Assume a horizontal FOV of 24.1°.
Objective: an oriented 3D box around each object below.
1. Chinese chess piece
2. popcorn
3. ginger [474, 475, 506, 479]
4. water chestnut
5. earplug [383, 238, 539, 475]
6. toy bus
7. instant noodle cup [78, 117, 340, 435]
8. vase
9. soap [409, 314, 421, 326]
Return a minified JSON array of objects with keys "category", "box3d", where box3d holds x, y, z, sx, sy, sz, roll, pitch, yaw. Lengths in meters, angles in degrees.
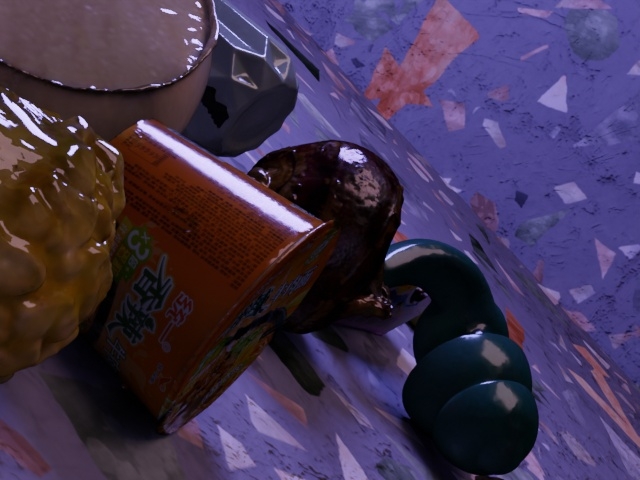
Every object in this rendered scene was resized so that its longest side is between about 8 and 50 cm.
[{"category":"Chinese chess piece","box3d":[-0.260,-0.202,1.356,0.338,0.140,0.338,19,41,-18]},{"category":"popcorn","box3d":[-0.249,-0.022,1.039,0.250,0.190,0.250,32,24,-16]},{"category":"ginger","box3d":[0.234,0.352,1.703,0.148,0.081,0.333,21,18,-16]},{"category":"water chestnut","box3d":[0.000,0.000,1.690,0.238,0.223,0.223,33,16,-14]},{"category":"earplug","box3d":[0.173,0.147,1.809,0.257,0.164,0.280,78,-10,-52]},{"category":"toy bus","box3d":[0.060,0.054,1.942,0.090,0.112,0.274,52,14,23]},{"category":"instant noodle cup","box3d":[-0.123,0.020,1.254,0.182,0.230,0.230,39,12,9]},{"category":"vase","box3d":[-0.183,-0.259,1.762,0.360,0.165,0.165,48,12,21]},{"category":"soap","box3d":[0.157,0.110,2.239,0.140,0.045,0.089,45,10,-3]}]
